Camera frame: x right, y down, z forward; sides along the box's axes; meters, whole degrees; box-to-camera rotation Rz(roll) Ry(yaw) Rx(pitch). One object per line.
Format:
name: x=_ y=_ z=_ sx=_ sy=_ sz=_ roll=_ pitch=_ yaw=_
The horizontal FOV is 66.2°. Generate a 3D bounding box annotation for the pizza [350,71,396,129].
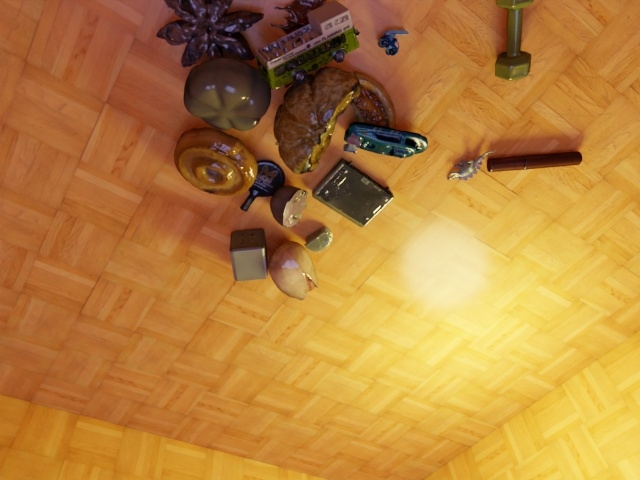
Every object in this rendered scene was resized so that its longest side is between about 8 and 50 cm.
pizza: x=0.179 y=-0.460 z=1.688 sx=0.134 sy=0.056 sz=0.271 roll=-26 pitch=125 yaw=4

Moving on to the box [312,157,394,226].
box: x=0.130 y=-0.181 z=1.904 sx=0.270 sy=0.045 sz=0.211 roll=32 pitch=119 yaw=-26

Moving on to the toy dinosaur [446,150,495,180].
toy dinosaur: x=0.576 y=-0.284 z=1.873 sx=0.082 sy=0.039 sz=0.209 roll=32 pitch=129 yaw=-30

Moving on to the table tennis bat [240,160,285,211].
table tennis bat: x=-0.233 y=-0.204 z=1.863 sx=0.150 sy=0.027 sz=0.236 roll=27 pitch=118 yaw=-25

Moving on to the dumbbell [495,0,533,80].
dumbbell: x=0.611 y=-0.663 z=1.545 sx=0.121 sy=0.108 sz=0.302 roll=-11 pitch=128 yaw=3

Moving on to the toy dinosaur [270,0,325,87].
toy dinosaur: x=-0.052 y=-0.640 z=1.492 sx=0.207 sy=0.113 sz=0.327 roll=33 pitch=119 yaw=-27

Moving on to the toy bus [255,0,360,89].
toy bus: x=-0.040 y=-0.565 z=1.432 sx=0.302 sy=0.113 sz=0.139 roll=-30 pitch=141 yaw=-8

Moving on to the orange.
orange: x=-0.030 y=-0.403 z=1.594 sx=0.210 sy=0.271 sz=0.368 roll=33 pitch=120 yaw=5

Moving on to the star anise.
star anise: x=-0.331 y=-0.639 z=1.458 sx=0.332 sy=0.117 sz=0.331 roll=-2 pitch=132 yaw=-2

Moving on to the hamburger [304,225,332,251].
hamburger: x=0.001 y=0.002 z=2.028 sx=0.121 sy=0.054 sz=0.084 roll=-36 pitch=121 yaw=12

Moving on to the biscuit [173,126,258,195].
biscuit: x=-0.368 y=-0.260 z=1.708 sx=0.296 sy=0.102 sz=0.296 roll=9 pitch=145 yaw=6

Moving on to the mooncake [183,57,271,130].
mooncake: x=-0.292 y=-0.449 z=1.538 sx=0.275 sy=0.135 sz=0.275 roll=1 pitch=161 yaw=0

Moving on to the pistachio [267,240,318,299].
pistachio: x=-0.106 y=0.127 z=2.028 sx=0.188 sy=0.187 sz=0.299 roll=-19 pitch=134 yaw=9

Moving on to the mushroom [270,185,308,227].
mushroom: x=-0.130 y=-0.139 z=1.864 sx=0.117 sy=0.141 sz=0.188 roll=27 pitch=141 yaw=11

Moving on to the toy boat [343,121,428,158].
toy boat: x=0.232 y=-0.332 z=1.729 sx=0.299 sy=0.092 sz=0.134 roll=9 pitch=164 yaw=-10

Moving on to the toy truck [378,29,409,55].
toy truck: x=0.234 y=-0.639 z=1.562 sx=0.073 sy=0.056 sz=0.090 roll=39 pitch=103 yaw=-23

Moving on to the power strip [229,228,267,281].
power strip: x=-0.287 y=0.081 z=2.002 sx=0.139 sy=0.140 sz=0.224 roll=-5 pitch=127 yaw=-4

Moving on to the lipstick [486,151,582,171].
lipstick: x=0.820 y=-0.301 z=1.879 sx=0.357 sy=0.057 sz=0.057 roll=-5 pitch=128 yaw=-2
